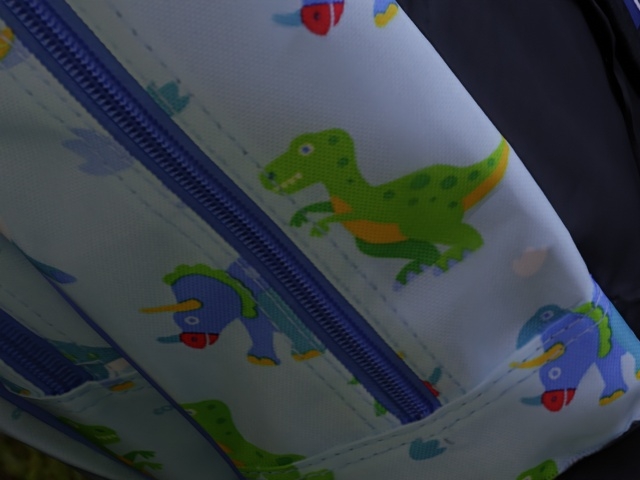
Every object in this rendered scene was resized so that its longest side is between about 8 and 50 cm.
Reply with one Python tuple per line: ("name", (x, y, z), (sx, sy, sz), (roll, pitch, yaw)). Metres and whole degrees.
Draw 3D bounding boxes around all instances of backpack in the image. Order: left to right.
("backpack", (-0.058, -0.095, 0.420), (0.355, 0.273, 0.290), (60, 17, -53))
